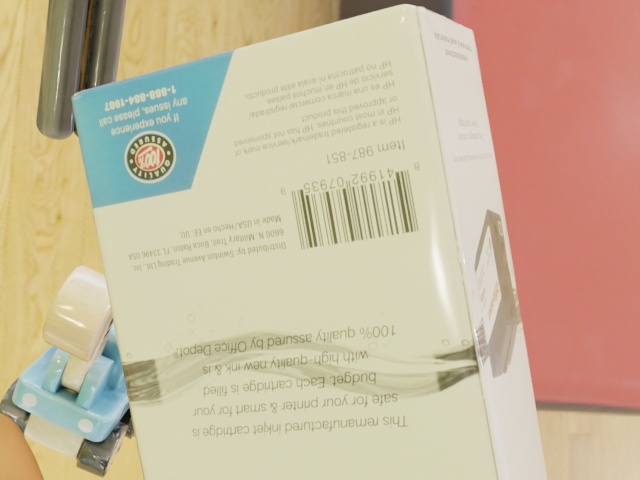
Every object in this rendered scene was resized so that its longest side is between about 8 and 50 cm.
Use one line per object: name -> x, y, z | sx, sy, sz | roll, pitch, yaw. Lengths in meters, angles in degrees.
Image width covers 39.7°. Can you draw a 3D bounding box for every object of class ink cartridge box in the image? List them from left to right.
ink cartridge box -> -0.001, 0.041, 0.541 | 0.129, 0.223, 0.307 | -16, 97, -66

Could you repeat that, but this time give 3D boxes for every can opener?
can opener -> -0.234, -0.241, 0.859 | 0.076, 0.095, 0.283 | 0, 106, -40

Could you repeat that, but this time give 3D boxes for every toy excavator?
toy excavator -> -0.405, 0.196, 1.548 | 0.222, 0.433, 0.445 | 24, 109, 1

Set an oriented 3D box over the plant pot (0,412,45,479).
plant pot -> -0.463, 0.346, 1.105 | 0.291, 0.291, 0.203 | 12, 36, -36
